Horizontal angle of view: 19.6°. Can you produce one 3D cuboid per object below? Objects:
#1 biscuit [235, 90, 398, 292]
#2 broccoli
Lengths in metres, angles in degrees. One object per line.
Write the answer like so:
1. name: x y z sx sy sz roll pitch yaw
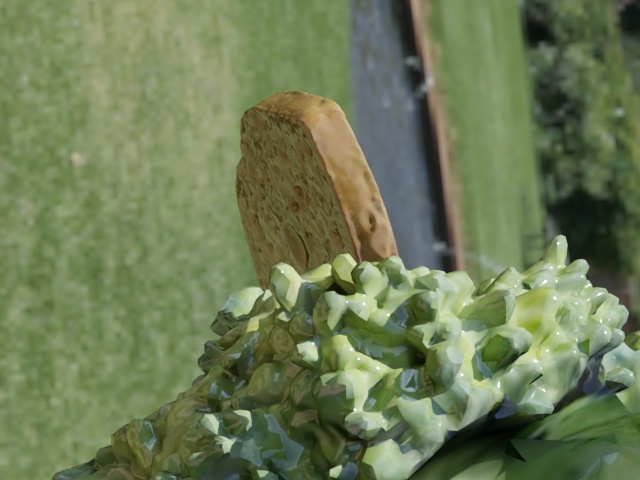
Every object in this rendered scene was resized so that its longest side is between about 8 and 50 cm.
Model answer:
1. biscuit: 0.000 0.000 0.967 0.142 0.029 0.220 56 -20 24
2. broccoli: 0.026 0.123 0.541 0.288 0.235 0.260 -54 168 -17
